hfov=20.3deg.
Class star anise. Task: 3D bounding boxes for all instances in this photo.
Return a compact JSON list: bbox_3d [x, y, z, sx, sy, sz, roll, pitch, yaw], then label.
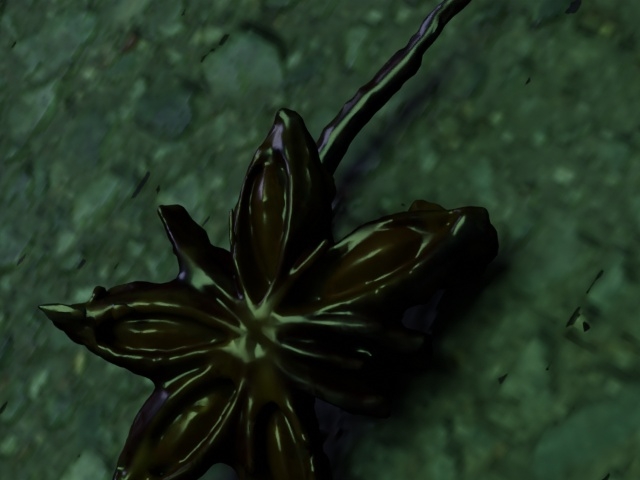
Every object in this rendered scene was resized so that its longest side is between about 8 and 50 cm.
[{"bbox_3d":[0.000,0.000,0.517,0.097,0.070,0.191,33,89,12],"label":"star anise"}]
